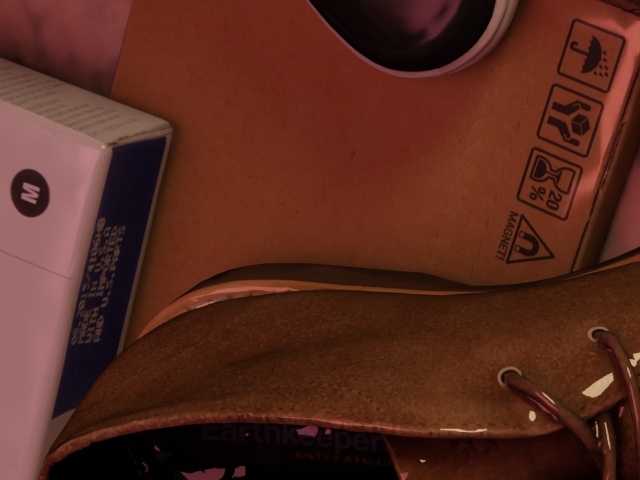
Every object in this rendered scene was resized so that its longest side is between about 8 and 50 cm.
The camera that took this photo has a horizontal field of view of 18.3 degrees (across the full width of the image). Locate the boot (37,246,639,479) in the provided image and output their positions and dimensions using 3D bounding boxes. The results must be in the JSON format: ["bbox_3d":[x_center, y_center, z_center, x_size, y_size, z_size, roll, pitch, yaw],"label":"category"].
[{"bbox_3d":[0.075,0.052,0.484,0.305,0.115,0.112,-7,99,21],"label":"boot"}]

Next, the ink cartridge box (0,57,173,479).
[{"bbox_3d":[-0.171,0.031,0.653,0.224,0.045,0.223,21,109,24],"label":"ink cartridge box"}]

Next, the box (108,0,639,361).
[{"bbox_3d":[0.000,0.000,0.589,0.164,0.021,0.201,26,112,26],"label":"box"}]

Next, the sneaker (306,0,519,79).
[{"bbox_3d":[-0.025,-0.139,0.495,0.079,0.121,0.217,-20,89,30],"label":"sneaker"}]
